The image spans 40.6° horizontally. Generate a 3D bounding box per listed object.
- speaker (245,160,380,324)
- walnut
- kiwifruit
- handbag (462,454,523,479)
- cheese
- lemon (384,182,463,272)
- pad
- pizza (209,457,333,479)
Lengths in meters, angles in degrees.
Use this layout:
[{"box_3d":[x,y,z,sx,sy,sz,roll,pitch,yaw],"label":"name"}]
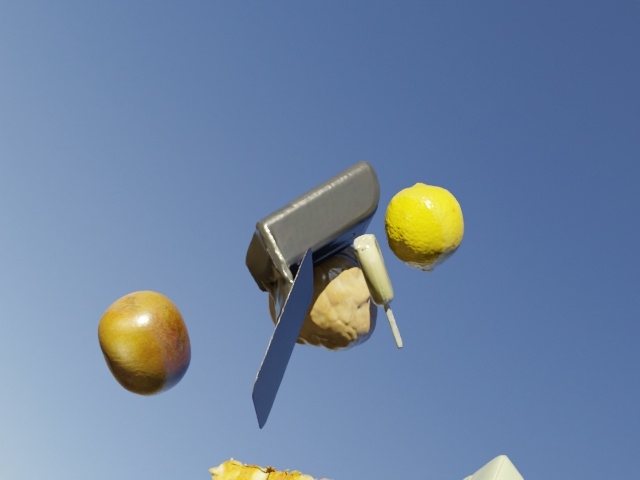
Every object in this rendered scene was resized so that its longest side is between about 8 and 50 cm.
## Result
[{"box_3d":[0.000,0.000,1.968,0.184,0.388,0.180,48,-31,15],"label":"speaker"},{"box_3d":[-0.001,0.131,2.140,0.296,0.285,0.285,38,-32,57],"label":"walnut"},{"box_3d":[-0.376,0.228,1.874,0.196,0.196,0.233,23,-49,44],"label":"kiwifruit"},{"box_3d":[0.304,0.559,1.779,0.219,0.256,0.079,-40,-96,24],"label":"handbag"},{"box_3d":[0.099,0.085,1.388,0.097,0.038,0.192,-77,149,-75],"label":"cheese"},{"box_3d":[0.231,-0.028,1.926,0.178,0.178,0.203,-4,-86,56],"label":"lemon"},{"box_3d":[-0.055,0.154,1.366,0.004,0.267,0.181,14,-31,11],"label":"pad"},{"box_3d":[-0.059,0.517,1.511,0.406,0.440,0.130,39,-24,50],"label":"pizza"}]
